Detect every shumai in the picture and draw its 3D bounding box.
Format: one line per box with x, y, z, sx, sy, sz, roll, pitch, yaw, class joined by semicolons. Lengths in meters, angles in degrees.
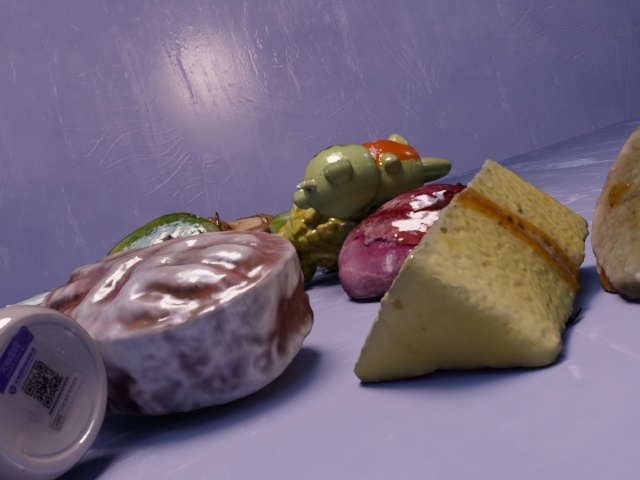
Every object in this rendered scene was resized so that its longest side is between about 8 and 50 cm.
0.319;-0.029;0.493;0.120;0.201;0.201;23;2;-6;shumai

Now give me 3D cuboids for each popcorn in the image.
0.012;-0.007;1.017;0.168;0.173;0.195;11;-39;-35;popcorn

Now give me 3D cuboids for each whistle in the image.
0.084;-0.097;0.899;0.289;0.106;0.131;-13;-13;-34;whistle

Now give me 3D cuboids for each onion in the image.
0.156;-0.014;0.791;0.284;0.120;0.227;-12;13;44;onion

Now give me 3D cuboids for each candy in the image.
-0.144;0.080;0.608;0.290;0.157;0.214;-7;24;29;candy

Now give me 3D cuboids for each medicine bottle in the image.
-0.294;0.133;0.478;0.215;0.135;0.135;-14;6;22;medicine bottle

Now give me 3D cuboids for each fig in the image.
-0.222;0.089;0.922;0.203;0.235;0.203;-2;47;2;fig

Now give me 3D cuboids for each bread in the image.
0.139;0.021;0.536;0.178;0.141;0.266;0;24;26;bread

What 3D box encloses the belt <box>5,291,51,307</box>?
-0.407;0.152;0.794;0.260;0.122;0.325;-31;9;-17;belt

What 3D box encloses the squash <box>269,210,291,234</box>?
0.016;-0.032;1.134;0.239;0.069;0.069;-6;9;17;squash

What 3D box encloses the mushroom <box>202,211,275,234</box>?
-0.199;0.033;1.252;0.297;0.163;0.278;-16;-3;10;mushroom

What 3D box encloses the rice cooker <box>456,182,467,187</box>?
0.190;-0.037;0.994;0.165;0.106;0.112;-1;17;30;rice cooker

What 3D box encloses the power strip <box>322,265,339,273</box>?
0.139;-0.005;1.134;0.306;0.044;0.064;-18;5;-12;power strip
